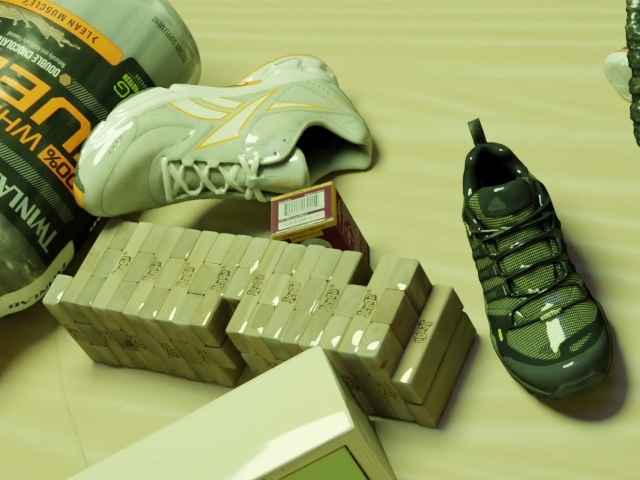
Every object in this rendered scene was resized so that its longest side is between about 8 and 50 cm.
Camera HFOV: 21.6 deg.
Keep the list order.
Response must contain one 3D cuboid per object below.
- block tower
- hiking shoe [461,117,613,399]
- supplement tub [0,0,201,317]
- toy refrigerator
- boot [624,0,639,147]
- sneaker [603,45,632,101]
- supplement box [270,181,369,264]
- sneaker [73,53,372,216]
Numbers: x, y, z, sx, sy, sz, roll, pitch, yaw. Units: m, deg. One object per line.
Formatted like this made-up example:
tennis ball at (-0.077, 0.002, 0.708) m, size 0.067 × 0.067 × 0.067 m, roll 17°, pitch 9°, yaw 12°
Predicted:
block tower at (-0.052, 0.058, 1.307) m, size 0.335 × 0.091 × 0.097 m, roll 6°, pitch 55°, yaw 32°
hiking shoe at (0.142, 0.015, 1.219) m, size 0.086 × 0.114 × 0.227 m, roll -26°, pitch 44°, yaw 7°
supplement tub at (-0.272, -0.083, 1.470) m, size 0.207 × 0.207 × 0.338 m, roll 14°, pitch 61°, yaw 37°
toy refrigerator at (-0.086, 0.195, 1.196) m, size 0.269 × 0.102 × 0.094 m, roll -28°, pitch 44°, yaw 3°
boot at (0.344, -0.068, 1.133) m, size 0.260 × 0.131 × 0.348 m, roll -7°, pitch 53°, yaw 11°
sneaker at (0.297, -0.136, 1.309) m, size 0.158 × 0.061 × 0.065 m, roll 22°, pitch 59°, yaw 40°
supplement box at (0.000, 0.000, 1.333) m, size 0.055 × 0.083 × 0.043 m, roll -16°, pitch 46°, yaw 16°
sneaker at (-0.074, -0.071, 1.387) m, size 0.262 × 0.099 × 0.121 m, roll -23°, pitch 48°, yaw -23°
